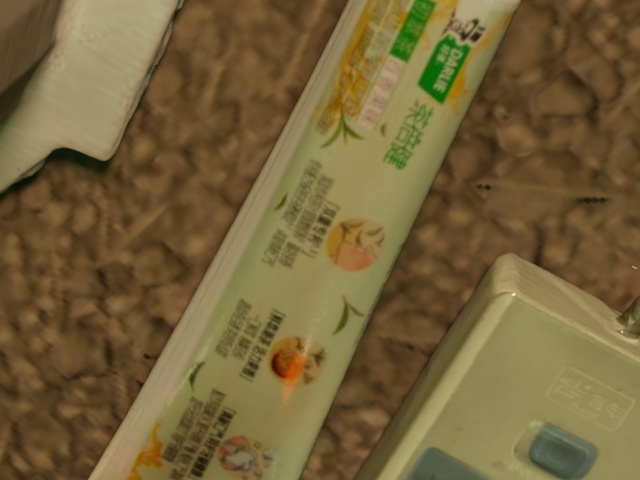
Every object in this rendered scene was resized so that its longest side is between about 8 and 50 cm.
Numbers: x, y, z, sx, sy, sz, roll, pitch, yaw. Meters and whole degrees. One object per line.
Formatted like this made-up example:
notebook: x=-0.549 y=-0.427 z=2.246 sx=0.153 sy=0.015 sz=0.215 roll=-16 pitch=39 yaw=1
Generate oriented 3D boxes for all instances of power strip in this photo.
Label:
power strip: x=0.031 y=0.161 z=0.735 sx=0.106 sy=0.043 sz=0.367 roll=27 pitch=109 yaw=-9

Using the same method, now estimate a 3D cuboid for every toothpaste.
toothpaste: x=0.000 y=0.000 z=0.672 sx=0.056 sy=0.058 sz=0.314 roll=1 pitch=125 yaw=-46

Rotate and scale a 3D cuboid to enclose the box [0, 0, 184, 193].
box: x=-0.164 y=-0.081 z=0.563 sx=0.291 sy=0.206 sz=0.262 roll=-15 pitch=110 yaw=10
